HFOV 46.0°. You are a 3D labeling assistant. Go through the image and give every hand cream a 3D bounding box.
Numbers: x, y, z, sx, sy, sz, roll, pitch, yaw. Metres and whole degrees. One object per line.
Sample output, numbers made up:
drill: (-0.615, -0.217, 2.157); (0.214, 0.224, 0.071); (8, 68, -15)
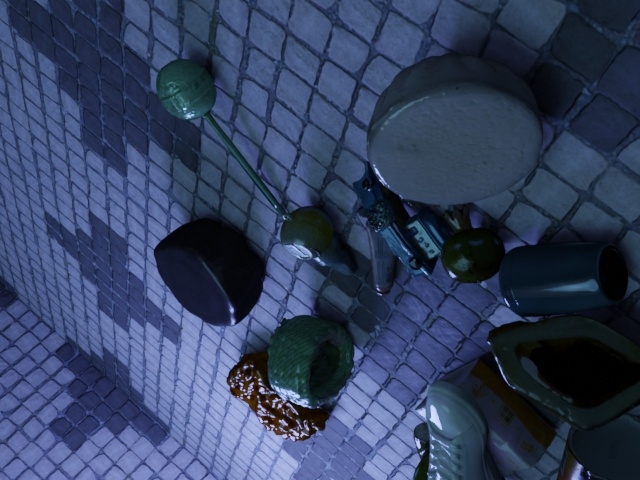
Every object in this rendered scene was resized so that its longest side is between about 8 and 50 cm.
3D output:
hand cream: (0.127, 0.033, 1.547); (0.067, 0.043, 0.210); (-3, 134, 1)

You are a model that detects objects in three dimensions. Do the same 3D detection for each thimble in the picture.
thimble: (-0.029, 0.295, 1.850); (0.150, 0.219, 0.219); (10, 133, 40)

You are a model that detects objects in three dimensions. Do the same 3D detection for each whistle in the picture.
whistle: (0.000, 0.000, 1.625); (0.223, 0.123, 0.122); (39, 154, -31)

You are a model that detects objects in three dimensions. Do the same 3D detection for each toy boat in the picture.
toy boat: (0.153, -0.049, 1.390); (0.098, 0.109, 0.238); (-34, 97, 27)

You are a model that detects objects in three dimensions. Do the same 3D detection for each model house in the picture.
model house: (0.426, 0.201, 1.299); (0.268, 0.173, 0.239); (35, -172, 11)

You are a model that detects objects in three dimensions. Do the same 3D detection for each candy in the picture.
candy: (-0.191, -0.201, 1.625); (0.119, 0.119, 0.440); (-4, 132, 50)

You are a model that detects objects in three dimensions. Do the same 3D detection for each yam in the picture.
yam: (0.313, 0.620, 1.955); (0.083, 0.083, 0.372); (8, 132, 44)

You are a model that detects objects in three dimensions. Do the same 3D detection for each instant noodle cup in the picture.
instant noodle cup: (0.539, 0.438, 1.386); (0.230, 0.230, 0.183); (17, 128, 37)

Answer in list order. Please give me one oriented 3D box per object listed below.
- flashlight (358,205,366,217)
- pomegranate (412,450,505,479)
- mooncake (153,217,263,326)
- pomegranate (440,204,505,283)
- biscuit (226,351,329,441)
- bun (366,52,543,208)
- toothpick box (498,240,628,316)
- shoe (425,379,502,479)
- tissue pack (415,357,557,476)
flashlight: (0.090, -0.056, 1.455); (0.052, 0.110, 0.031); (41, 103, 7)
pomegranate: (0.299, 0.604, 1.754); (0.230, 0.286, 0.231); (21, 128, 29)
mooncake: (-0.286, 0.078, 1.962); (0.306, 0.154, 0.306); (28, 144, 23)
pomegranate: (0.261, 0.007, 1.325); (0.114, 0.114, 0.142); (-31, 74, 57)
biscuit: (-0.142, 0.478, 2.278); (0.312, 0.110, 0.318); (45, 147, -1)
bun: (0.195, -0.191, 1.136); (0.262, 0.175, 0.263); (0, 145, 0)
toothpick box: (0.392, 0.059, 1.213); (0.184, 0.120, 0.120); (-12, 117, 50)
shoe: (0.262, 0.449, 1.513); (0.131, 0.160, 0.363); (9, 133, 42)
tissue pack: (0.348, 0.385, 1.611); (0.225, 0.124, 0.185); (45, 149, 2)
